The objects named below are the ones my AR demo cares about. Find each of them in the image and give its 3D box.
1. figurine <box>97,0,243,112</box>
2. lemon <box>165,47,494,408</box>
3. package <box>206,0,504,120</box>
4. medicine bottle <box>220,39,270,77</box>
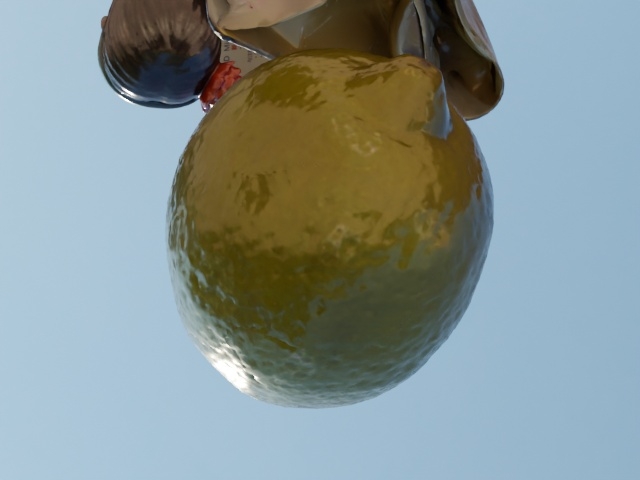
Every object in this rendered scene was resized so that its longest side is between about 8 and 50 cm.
[{"bbox_3d":[-0.145,-0.232,1.735,0.138,0.110,0.245,-1,-124,-6],"label":"figurine"},{"bbox_3d":[0.000,0.000,1.002,0.184,0.248,0.184,13,-140,-12],"label":"lemon"},{"bbox_3d":[0.036,-0.264,1.214,0.165,0.221,0.311,-43,-138,39],"label":"package"},{"bbox_3d":[-0.024,-0.244,1.755,0.171,0.201,0.052,-6,167,21],"label":"medicine bottle"}]
